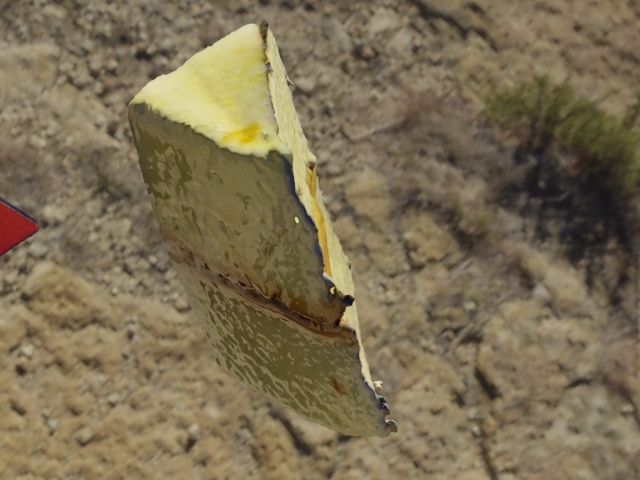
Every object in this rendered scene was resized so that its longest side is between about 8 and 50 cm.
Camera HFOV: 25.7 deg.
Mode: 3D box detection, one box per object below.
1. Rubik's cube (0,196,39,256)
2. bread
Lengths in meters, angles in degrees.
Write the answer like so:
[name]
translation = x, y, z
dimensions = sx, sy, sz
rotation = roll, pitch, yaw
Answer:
[Rubik's cube]
translation = -0.354, -0.038, 1.182
dimensions = 0.234, 0.250, 0.284
rotation = -2, 22, -22
[bread]
translation = 0.000, 0.000, 0.884
dimensions = 0.135, 0.178, 0.240
rotation = -37, 129, -26
